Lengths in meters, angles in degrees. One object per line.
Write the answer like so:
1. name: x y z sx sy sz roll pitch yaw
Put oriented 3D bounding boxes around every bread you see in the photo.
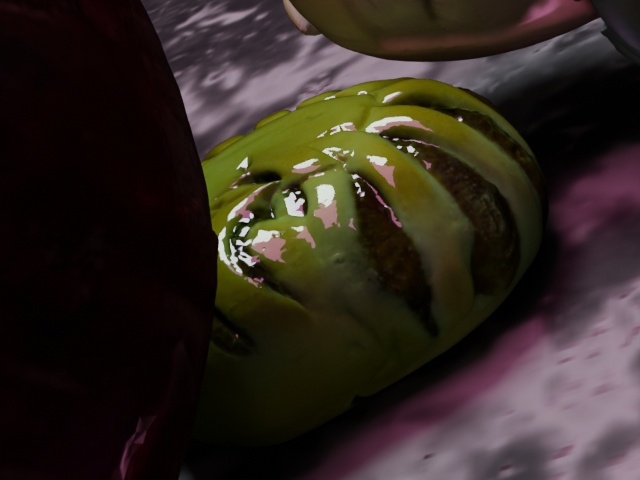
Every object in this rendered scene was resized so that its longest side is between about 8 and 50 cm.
1. bread: 0.000 0.000 0.559 0.139 0.071 0.130 -22 22 15

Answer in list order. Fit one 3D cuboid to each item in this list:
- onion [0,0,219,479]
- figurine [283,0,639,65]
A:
1. onion: -0.175 0.022 0.492 0.347 0.348 0.285 -23 -15 15
2. figurine: 0.126 -0.109 0.521 0.274 0.227 0.394 -4 3 -39
